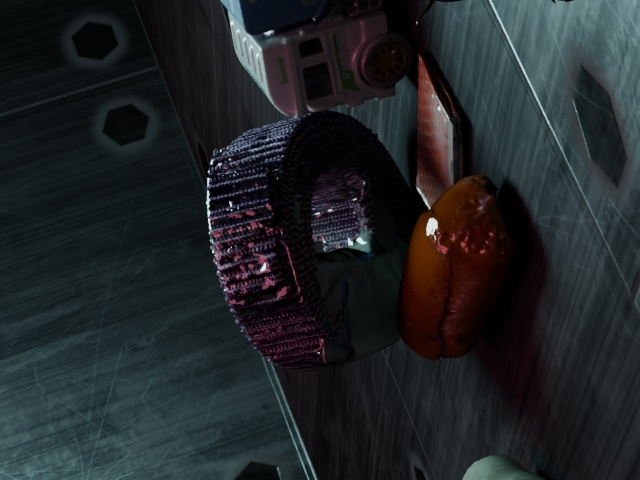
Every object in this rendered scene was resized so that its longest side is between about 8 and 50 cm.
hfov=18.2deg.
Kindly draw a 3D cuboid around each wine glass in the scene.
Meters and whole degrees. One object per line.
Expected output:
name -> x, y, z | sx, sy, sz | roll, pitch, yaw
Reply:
wine glass -> 0.201, 0.276, 1.933 | 0.202, 0.093, 0.093 | -133, 27, -69

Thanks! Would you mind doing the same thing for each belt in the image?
belt -> 0.000, 0.000, 2.055 | 0.325, 0.122, 0.260 | -14, -91, -64

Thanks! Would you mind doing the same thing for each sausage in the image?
sausage -> 0.127, 0.037, 1.923 | 0.330, 0.102, 0.102 | 99, 151, -68

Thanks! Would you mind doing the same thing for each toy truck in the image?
toy truck -> -0.024, -0.296, 1.938 | 0.146, 0.175, 0.367 | -125, 18, -53

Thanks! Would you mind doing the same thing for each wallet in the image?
wallet -> 0.117, -0.085, 1.968 | 0.196, 0.020, 0.103 | 84, 164, -51

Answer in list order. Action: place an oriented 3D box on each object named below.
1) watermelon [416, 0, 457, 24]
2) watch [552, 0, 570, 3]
watermelon -> 0.096, -0.227, 1.538 | 0.105, 0.105, 0.133 | 166, 123, -80
watch -> 0.129, -0.308, 1.357 | 0.165, 0.102, 0.268 | -109, -2, -52
